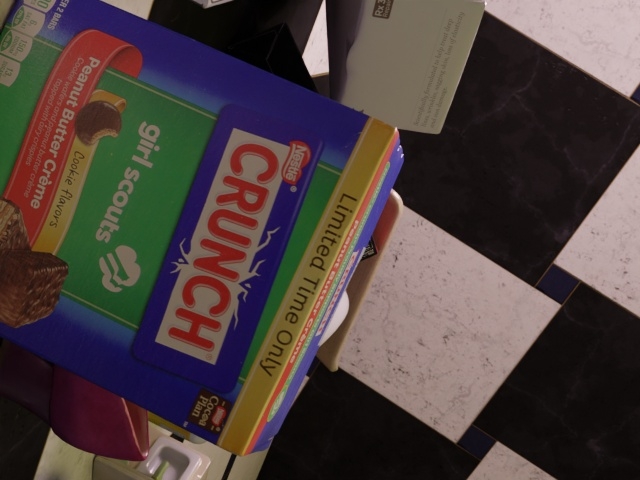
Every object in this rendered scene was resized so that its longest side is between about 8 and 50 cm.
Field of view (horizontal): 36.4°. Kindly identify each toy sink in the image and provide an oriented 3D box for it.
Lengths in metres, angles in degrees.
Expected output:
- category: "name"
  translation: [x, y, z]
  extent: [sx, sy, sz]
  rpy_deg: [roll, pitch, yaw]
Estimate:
- category: "toy sink"
  translation: [-0.278, 0.402, 1.604]
  extent: [0.234, 0.153, 0.131]
  rpy_deg: [104, 13, -46]

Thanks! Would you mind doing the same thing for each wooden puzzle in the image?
- category: "wooden puzzle"
  translation: [0.000, 0.000, 1.681]
  extent: [0.080, 0.322, 0.347]
  rpy_deg: [-2, 121, -39]

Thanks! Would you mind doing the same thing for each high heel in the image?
- category: "high heel"
  translation: [-0.197, 0.037, 0.976]
  extent: [0.377, 0.181, 0.127]
  rpy_deg: [-69, 171, 22]

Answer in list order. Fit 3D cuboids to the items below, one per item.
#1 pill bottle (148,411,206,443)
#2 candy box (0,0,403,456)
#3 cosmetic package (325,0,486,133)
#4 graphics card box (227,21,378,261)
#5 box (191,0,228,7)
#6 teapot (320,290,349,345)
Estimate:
- category: "pill bottle"
  translation: [-0.206, 0.252, 1.510]
  extent: [0.103, 0.184, 0.103]
  rpy_deg: [24, 90, -82]
- category: "candy box"
  translation: [-0.132, -0.019, 0.768]
  extent: [0.122, 0.317, 0.268]
  rpy_deg: [39, 75, -81]
- category: "cosmetic package"
  translation: [0.098, -0.350, 1.316]
  extent: [0.217, 0.156, 0.385]
  rpy_deg: [106, -14, -47]
- category: "graphics card box"
  translation: [-0.016, -0.115, 1.385]
  extent: [0.094, 0.232, 0.371]
  rpy_deg: [-23, 159, 2]
- category: "box"
  translation: [-0.053, -0.349, 0.977]
  extent: [0.290, 0.087, 0.169]
  rpy_deg: [-39, 153, -56]
- category: "teapot"
  translation: [-0.094, 0.088, 1.437]
  extent: [0.252, 0.187, 0.256]
  rpy_deg: [-41, -172, -25]
